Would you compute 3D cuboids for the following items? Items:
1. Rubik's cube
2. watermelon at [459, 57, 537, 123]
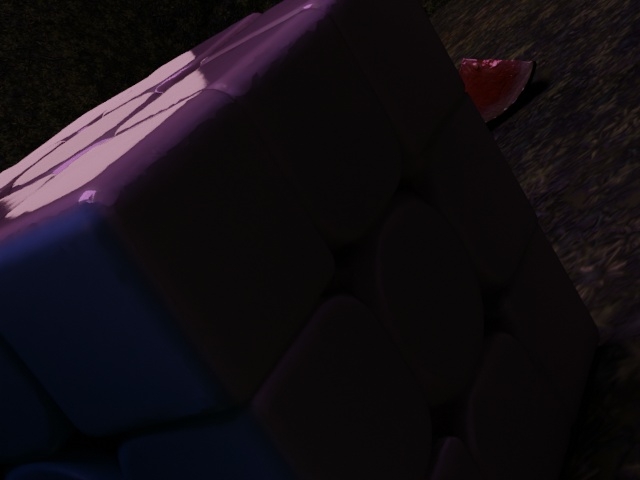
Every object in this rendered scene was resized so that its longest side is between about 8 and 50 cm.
[{"bbox_3d":[-0.052,0.060,0.544,0.291,0.290,0.291,-19,22,36],"label":"Rubik's cube"},{"bbox_3d":[0.216,-0.202,1.264,0.135,0.094,0.125,-47,19,-4],"label":"watermelon"}]
